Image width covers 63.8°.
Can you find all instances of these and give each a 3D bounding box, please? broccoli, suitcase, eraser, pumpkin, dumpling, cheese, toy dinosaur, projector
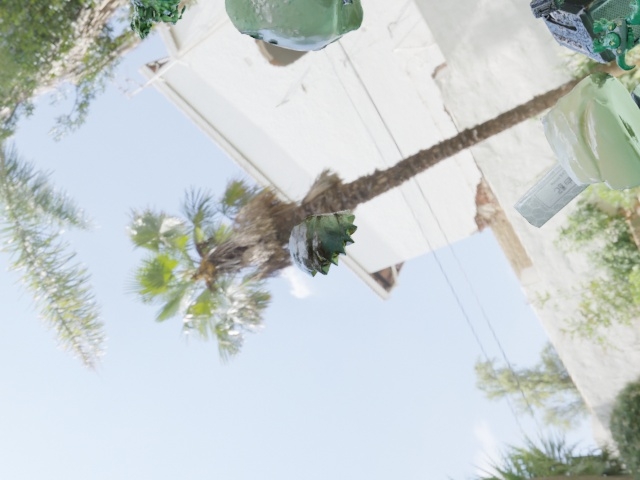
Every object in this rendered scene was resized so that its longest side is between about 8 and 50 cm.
[{"bbox_3d":[-0.494,-0.647,1.380,0.177,0.198,0.275,32,-143,-1],"label":"broccoli"},{"bbox_3d":[0.670,-0.709,1.505,0.059,0.086,0.126,53,-125,-23],"label":"suitcase"},{"bbox_3d":[0.646,-0.191,1.255,0.096,0.404,0.098,46,-129,11],"label":"eraser"},{"bbox_3d":[0.000,0.000,1.608,0.149,0.254,0.130,29,-172,-27],"label":"pumpkin"},{"bbox_3d":[-0.047,-0.505,1.041,0.243,0.175,0.227,-18,-71,-51],"label":"dumpling"},{"bbox_3d":[0.540,-0.195,0.981,0.266,0.127,0.233,-28,-94,-44],"label":"cheese"},{"bbox_3d":[0.575,-0.388,0.974,0.059,0.096,0.132,-32,-64,-33],"label":"toy dinosaur"},{"bbox_3d":[0.992,-0.819,1.705,0.242,0.405,0.395,44,-161,-26],"label":"projector"}]

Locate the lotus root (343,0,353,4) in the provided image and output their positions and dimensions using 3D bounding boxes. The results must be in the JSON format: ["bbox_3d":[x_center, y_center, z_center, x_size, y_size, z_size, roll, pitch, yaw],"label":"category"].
[{"bbox_3d":[0.120,-0.533,0.923,0.241,0.124,0.123,-54,-40,-20],"label":"lotus root"}]
